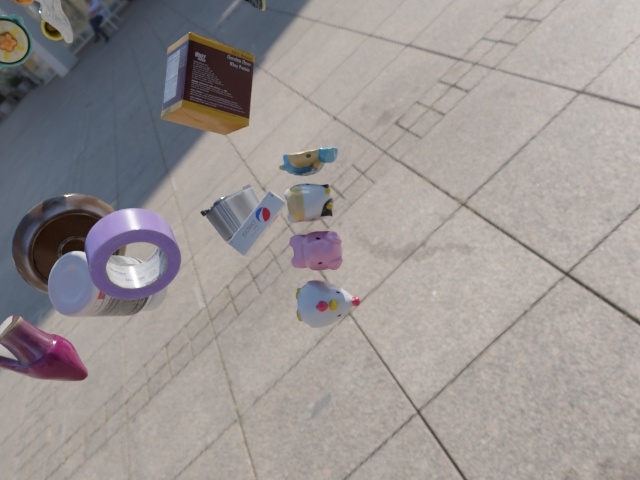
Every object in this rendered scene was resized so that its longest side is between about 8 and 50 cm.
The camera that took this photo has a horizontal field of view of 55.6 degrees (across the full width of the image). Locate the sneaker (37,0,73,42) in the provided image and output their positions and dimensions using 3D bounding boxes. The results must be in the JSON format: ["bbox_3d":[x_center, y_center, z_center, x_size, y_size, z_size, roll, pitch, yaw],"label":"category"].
[{"bbox_3d":[-0.687,-0.577,1.562,0.061,0.152,0.053,-31,49,-19],"label":"sneaker"}]

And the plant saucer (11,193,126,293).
[{"bbox_3d":[-0.695,0.023,1.708,0.311,0.310,0.050,-50,38,-7],"label":"plant saucer"}]

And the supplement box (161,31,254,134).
[{"bbox_3d":[-0.289,-0.397,1.565,0.129,0.191,0.194,-5,79,52],"label":"supplement box"}]

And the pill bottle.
[{"bbox_3d":[-0.542,0.119,1.582,0.161,0.283,0.161,-3,83,25],"label":"pill bottle"}]

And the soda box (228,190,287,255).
[{"bbox_3d":[-0.199,-0.054,1.939,0.216,0.069,0.074,-53,-3,-1],"label":"soda box"}]

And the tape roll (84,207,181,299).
[{"bbox_3d":[-0.399,0.031,1.295,0.189,0.189,0.080,-42,44,8],"label":"tape roll"}]

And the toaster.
[{"bbox_3d":[-0.288,-0.085,2.096,0.227,0.146,0.129,-33,-3,-46],"label":"toaster"}]

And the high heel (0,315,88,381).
[{"bbox_3d":[-0.646,0.262,1.348,0.377,0.181,0.127,-13,37,56],"label":"high heel"}]

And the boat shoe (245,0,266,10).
[{"bbox_3d":[-0.171,-0.556,1.342,0.049,0.056,0.152,-23,60,-23],"label":"boat shoe"}]

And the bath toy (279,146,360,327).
[{"bbox_3d":[0.000,0.000,1.184,0.128,0.349,0.151,-5,5,24],"label":"bath toy"}]

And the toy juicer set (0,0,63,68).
[{"bbox_3d":[-0.881,-0.573,1.646,0.329,0.209,0.089,-38,37,-11],"label":"toy juicer set"}]
